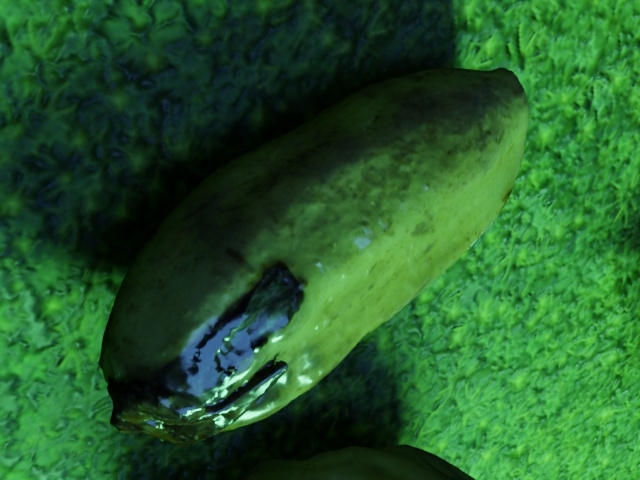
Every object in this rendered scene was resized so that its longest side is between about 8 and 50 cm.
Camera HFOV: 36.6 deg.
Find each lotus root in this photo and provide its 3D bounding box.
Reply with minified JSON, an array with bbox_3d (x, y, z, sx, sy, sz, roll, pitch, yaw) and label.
[{"bbox_3d":[0.000,0.000,0.464,0.258,0.097,0.110,-35,136,-23],"label":"lotus root"}]

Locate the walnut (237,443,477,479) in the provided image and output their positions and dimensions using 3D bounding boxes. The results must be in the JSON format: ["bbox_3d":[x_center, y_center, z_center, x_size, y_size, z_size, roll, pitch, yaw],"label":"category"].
[{"bbox_3d":[0.061,0.200,0.549,0.238,0.204,0.141,34,79,-41],"label":"walnut"}]
